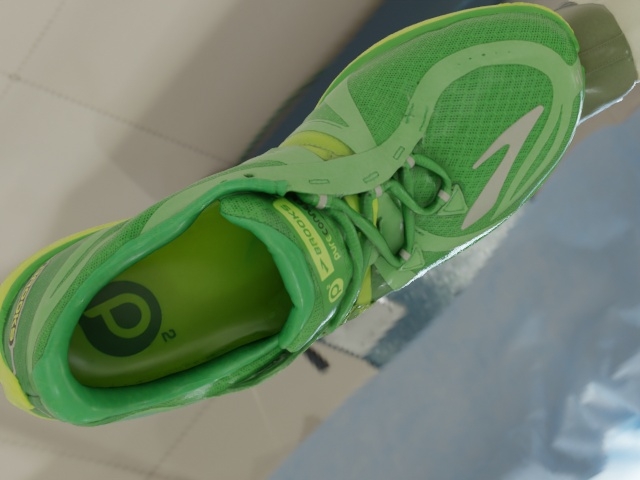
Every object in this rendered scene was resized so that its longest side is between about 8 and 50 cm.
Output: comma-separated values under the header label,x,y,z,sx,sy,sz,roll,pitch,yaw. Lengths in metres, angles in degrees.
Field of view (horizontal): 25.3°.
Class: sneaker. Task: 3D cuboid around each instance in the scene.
label,x,y,z,sx,sy,sz,roll,pitch,yaw
sneaker,0.000,0.000,0.614,0.295,0.123,0.109,-32,108,-9
sneaker,0.118,-0.088,0.751,0.086,0.192,0.064,-25,92,0
